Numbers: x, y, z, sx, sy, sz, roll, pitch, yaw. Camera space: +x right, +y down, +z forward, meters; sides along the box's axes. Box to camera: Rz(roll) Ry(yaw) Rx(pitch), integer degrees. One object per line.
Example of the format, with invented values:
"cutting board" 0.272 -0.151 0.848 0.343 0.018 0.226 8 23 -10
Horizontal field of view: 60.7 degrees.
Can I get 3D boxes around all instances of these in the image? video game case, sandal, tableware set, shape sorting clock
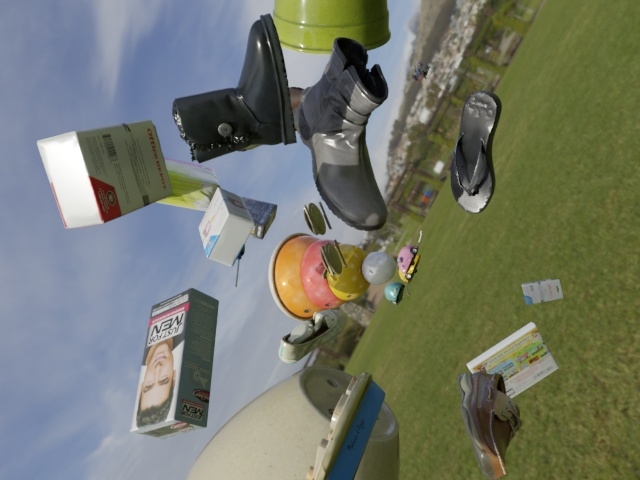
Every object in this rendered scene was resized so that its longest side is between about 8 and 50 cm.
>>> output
"video game case" 0.569 0.369 1.609 0.226 0.206 0.026 -34 29 5
"sandal" 0.304 -0.173 1.109 0.054 0.097 0.255 -28 -55 -39
"tableware set" 0.000 0.000 1.376 0.039 0.194 0.128 -22 0 20
"shape sorting clock" 0.007 0.217 0.493 0.206 0.040 0.206 21 -90 -77

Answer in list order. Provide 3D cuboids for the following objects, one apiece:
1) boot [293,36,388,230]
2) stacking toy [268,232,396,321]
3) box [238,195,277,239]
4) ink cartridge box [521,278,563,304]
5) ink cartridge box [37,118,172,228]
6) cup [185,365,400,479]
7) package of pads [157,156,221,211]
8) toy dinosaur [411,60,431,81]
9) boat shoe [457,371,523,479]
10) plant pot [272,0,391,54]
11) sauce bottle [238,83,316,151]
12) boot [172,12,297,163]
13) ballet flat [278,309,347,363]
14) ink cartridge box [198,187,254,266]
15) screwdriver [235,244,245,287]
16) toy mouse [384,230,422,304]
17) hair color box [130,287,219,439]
"boot" 0.064 -0.203 1.050 0.118 0.338 0.223 -17 -20 -35
"stacking toy" 0.070 0.119 2.024 0.479 0.351 0.351 -10 37 45
"box" -0.262 -0.086 1.915 0.231 0.182 0.056 -75 -3 -68
"ink cartridge box" 0.521 0.119 1.284 0.028 0.083 0.048 -15 -88 -69
"ink cartridge box" -0.481 -0.161 1.261 0.273 0.114 0.197 -43 -56 -65
"cup" -0.009 0.337 0.837 0.237 0.330 0.331 -62 -6 13
"package of pads" -0.460 -0.184 1.671 0.229 0.296 0.101 -126 49 -64
"toy dinosaur" 0.266 -0.449 1.482 0.082 0.047 0.090 102 -173 -63
"boat shoe" 0.383 0.386 1.218 0.324 0.119 0.123 -67 -43 -69
"plant pot" 0.032 -0.763 1.547 0.366 0.366 0.353 -55 -26 -47
"sauce bottle" -0.099 -0.321 1.390 0.344 0.111 0.111 -12 30 37
"boot" -0.156 -0.249 0.939 0.247 0.207 0.094 83 175 -47
"ballet flat" -0.007 0.156 0.959 0.168 0.057 0.053 -33 -46 -43
"ink cartridge box" -0.165 -0.025 0.943 0.089 0.052 0.122 -61 27 15
"screwdriver" -0.193 0.051 1.290 0.170 0.024 0.025 -97 17 -57
"toy mouse" 0.147 0.062 1.001 0.143 0.031 0.161 -39 -33 -54
"hair color box" -0.402 0.342 1.530 0.185 0.113 0.375 -25 50 31
